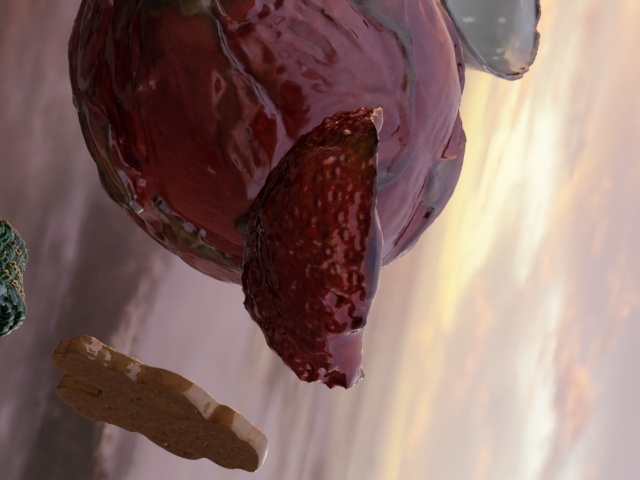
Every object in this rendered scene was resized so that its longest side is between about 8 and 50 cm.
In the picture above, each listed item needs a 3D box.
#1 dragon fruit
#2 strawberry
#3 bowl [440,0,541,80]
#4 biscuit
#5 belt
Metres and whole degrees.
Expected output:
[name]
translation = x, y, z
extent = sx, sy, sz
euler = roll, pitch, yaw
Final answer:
[dragon fruit]
translation = -0.034, -0.104, 1.071
extent = 0.342, 0.277, 0.277
euler = 65, 37, -66
[strawberry]
translation = 0.000, 0.000, 0.824
extent = 0.187, 0.082, 0.146
euler = 102, -15, -59
[bowl]
translation = 0.089, -0.289, 1.506
extent = 0.313, 0.146, 0.313
euler = 39, 44, -52
[biscuit]
translation = -0.162, 0.168, 1.571
extent = 0.144, 0.236, 0.040
euler = 93, 20, -60
[belt]
translation = -0.270, 0.035, 1.111
extent = 0.151, 0.121, 0.079
euler = 133, -39, -58
